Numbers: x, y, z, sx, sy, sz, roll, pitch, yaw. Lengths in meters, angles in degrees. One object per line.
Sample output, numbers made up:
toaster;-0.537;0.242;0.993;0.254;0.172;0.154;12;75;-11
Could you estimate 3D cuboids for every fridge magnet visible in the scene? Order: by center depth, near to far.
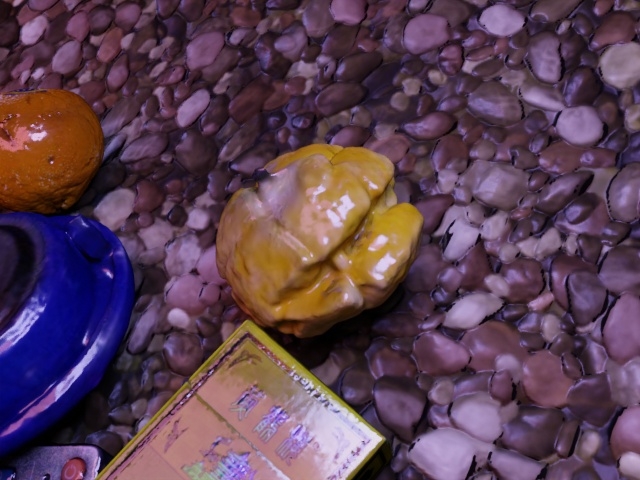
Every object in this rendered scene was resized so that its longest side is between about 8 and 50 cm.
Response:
fridge magnet;-0.281;0.076;0.886;0.265;0.113;0.265;-18;41;17

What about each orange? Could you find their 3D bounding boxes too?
orange;-0.270;-0.083;0.973;0.135;0.135;0.118;6;101;28

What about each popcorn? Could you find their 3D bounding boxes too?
popcorn;0.000;0.000;0.785;0.167;0.152;0.148;-11;59;37

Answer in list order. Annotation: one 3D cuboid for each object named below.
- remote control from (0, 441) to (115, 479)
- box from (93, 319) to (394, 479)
remote control;-0.231;0.345;0.755;0.144;0.062;0.399;-4;60;24
box;-0.072;0.183;0.736;0.141;0.064;0.220;38;78;23
